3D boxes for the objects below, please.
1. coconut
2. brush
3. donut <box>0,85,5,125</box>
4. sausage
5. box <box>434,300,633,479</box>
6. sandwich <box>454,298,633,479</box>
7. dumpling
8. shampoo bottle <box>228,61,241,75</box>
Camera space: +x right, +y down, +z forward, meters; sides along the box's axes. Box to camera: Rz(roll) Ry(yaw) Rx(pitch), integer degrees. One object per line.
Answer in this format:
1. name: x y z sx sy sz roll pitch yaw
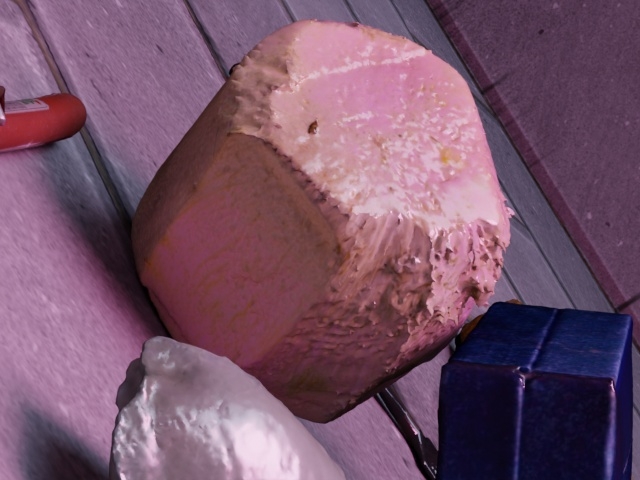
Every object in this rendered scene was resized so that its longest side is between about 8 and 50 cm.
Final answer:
1. coconut: 0.000 0.000 1.271 0.233 0.245 0.233 15 50 -18
2. brush: 0.087 0.174 1.634 0.193 0.016 0.063 54 11 -7
3. donut: -0.258 -0.120 0.915 0.230 0.096 0.216 58 15 12
4. sausage: -0.191 -0.072 1.182 0.034 0.034 0.253 55 11 0
5. box: 0.134 0.195 1.198 0.261 0.116 0.279 -27 121 -76
6. sandwich: 0.230 0.208 1.915 0.249 0.095 0.273 57 11 -9
7. dumpling: -0.055 0.157 1.000 0.105 0.149 0.217 13 -31 45
8. shampoo bottle: -0.054 -0.116 1.834 0.137 0.027 0.048 63 1 29
